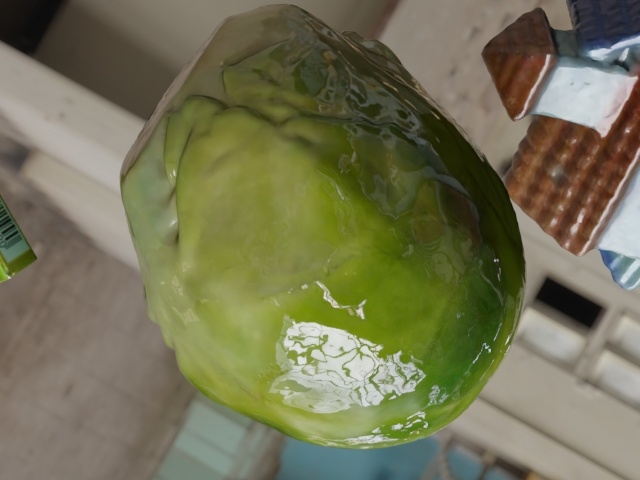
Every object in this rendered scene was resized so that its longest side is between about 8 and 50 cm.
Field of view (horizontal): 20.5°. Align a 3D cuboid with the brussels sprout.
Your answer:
[{"bbox_3d":[0.000,0.000,1.336,0.268,0.344,0.344,-42,178,23],"label":"brussels sprout"}]

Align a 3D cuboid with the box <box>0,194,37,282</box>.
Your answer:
[{"bbox_3d":[-0.393,-0.089,1.609,0.173,0.311,0.043,-19,-165,45],"label":"box"}]

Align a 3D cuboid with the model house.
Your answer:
[{"bbox_3d":[0.271,-0.119,1.530,0.252,0.329,0.295,-93,-161,-47],"label":"model house"}]
